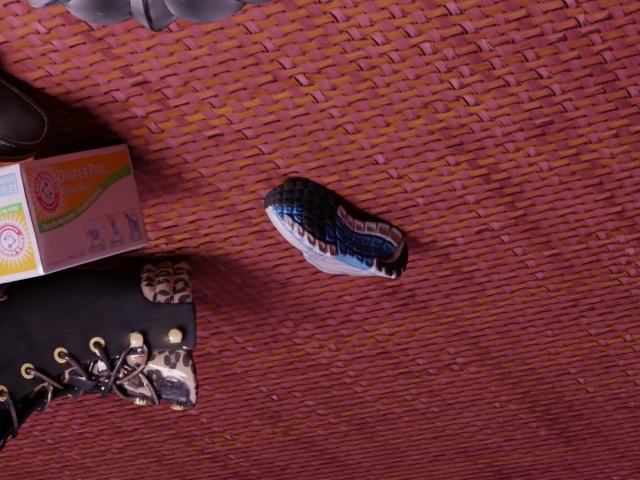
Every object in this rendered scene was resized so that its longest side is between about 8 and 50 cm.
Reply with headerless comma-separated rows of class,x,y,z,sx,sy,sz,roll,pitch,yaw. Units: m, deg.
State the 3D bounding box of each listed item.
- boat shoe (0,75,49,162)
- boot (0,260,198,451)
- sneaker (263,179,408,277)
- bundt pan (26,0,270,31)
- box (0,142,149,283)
boat shoe,-0.331,-0.137,1.686,0.223,0.080,0.073,28,149,-32
boot,-0.268,0.142,1.938,0.284,0.377,0.138,0,126,-5
sneaker,0.000,0.000,1.931,0.083,0.071,0.191,-14,148,40
bundt pan,-0.136,-0.265,1.378,0.331,0.124,0.331,2,152,1
box,-0.264,-0.023,1.771,0.114,0.103,0.203,-11,-177,25
